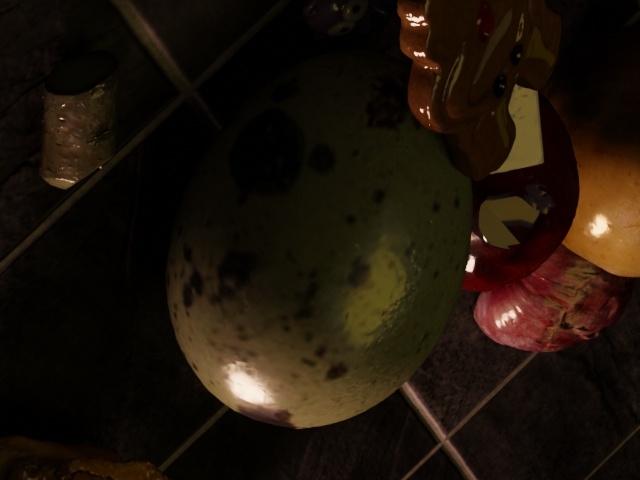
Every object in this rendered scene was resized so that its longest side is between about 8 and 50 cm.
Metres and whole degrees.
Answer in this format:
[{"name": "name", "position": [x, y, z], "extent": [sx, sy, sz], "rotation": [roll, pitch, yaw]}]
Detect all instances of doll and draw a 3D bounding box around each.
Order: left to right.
[{"name": "doll", "position": [0.045, -0.236, 1.900], "extent": [0.206, 0.067, 0.110], "rotation": [-22, 152, -52]}]

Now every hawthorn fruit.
[{"name": "hawthorn fruit", "position": [0.169, -0.089, 2.097], "extent": [0.210, 0.230, 0.266], "rotation": [37, 54, -36]}]

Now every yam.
[{"name": "yam", "position": [-0.211, -0.100, 1.736], "extent": [0.070, 0.070, 0.146], "rotation": [-25, 142, -32]}]

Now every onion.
[{"name": "onion", "position": [0.339, 0.058, 2.554], "extent": [0.283, 0.120, 0.227], "rotation": [-5, 137, -50]}]

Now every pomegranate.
[{"name": "pomegranate", "position": [0.366, -0.104, 2.240], "extent": [0.307, 0.307, 0.307], "rotation": [-31, 147, -24]}]

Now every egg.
[{"name": "egg", "position": [0.000, 0.000, 1.902], "extent": [0.288, 0.288, 0.379], "rotation": [-11, 122, -45]}]

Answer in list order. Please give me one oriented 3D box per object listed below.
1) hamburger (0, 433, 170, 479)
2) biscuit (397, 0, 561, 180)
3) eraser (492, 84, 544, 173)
[{"name": "hamburger", "position": [-0.291, 0.322, 2.046], "extent": [0.319, 0.158, 0.318], "rotation": [-31, 146, -24]}, {"name": "biscuit", "position": [0.142, -0.168, 1.735], "extent": [0.186, 0.044, 0.295], "rotation": [-65, 152, -7]}, {"name": "eraser", "position": [0.156, -0.217, 1.893], "extent": [0.076, 0.078, 0.298], "rotation": [-10, 109, -9]}]
